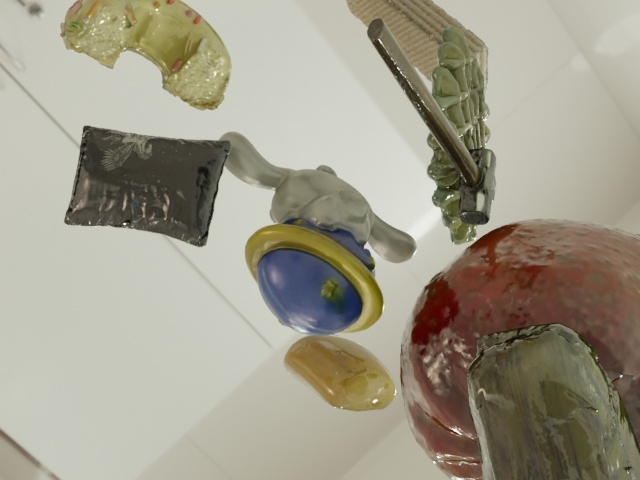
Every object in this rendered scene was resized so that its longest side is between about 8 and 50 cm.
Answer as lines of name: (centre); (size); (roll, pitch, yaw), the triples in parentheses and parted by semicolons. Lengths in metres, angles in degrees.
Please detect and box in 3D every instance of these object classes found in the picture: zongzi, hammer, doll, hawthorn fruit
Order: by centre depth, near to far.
zongzi: (0.216, 0.283, 0.907); (0.160, 0.323, 0.360); (-14, -154, 28)
doll: (-0.017, -0.018, 1.242); (0.242, 0.311, 0.159); (-55, -170, -29)
hawthorn fruit: (0.303, 0.141, 1.261); (0.403, 0.403, 0.403); (-34, -157, 17)
hammer: (0.147, -0.156, 1.273); (0.043, 0.365, 0.111); (-6, -123, 30)

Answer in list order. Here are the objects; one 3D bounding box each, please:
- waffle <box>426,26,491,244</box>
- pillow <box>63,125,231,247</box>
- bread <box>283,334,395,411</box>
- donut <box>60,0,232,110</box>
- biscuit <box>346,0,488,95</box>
waffle: (0.218, -0.153, 1.521); (0.056, 0.309, 0.291); (0, -122, 19)
pillow: (-0.222, -0.073, 1.237); (0.208, 0.055, 0.141); (10, -97, 18)
bread: (0.035, 0.221, 1.702); (0.217, 0.147, 0.098); (22, -73, 53)
donut: (-0.159, -0.197, 0.919); (0.065, 0.166, 0.108); (-48, -142, 33)
biscuit: (0.182, -0.434, 1.973); (0.078, 0.144, 0.426); (-29, -127, -15)
